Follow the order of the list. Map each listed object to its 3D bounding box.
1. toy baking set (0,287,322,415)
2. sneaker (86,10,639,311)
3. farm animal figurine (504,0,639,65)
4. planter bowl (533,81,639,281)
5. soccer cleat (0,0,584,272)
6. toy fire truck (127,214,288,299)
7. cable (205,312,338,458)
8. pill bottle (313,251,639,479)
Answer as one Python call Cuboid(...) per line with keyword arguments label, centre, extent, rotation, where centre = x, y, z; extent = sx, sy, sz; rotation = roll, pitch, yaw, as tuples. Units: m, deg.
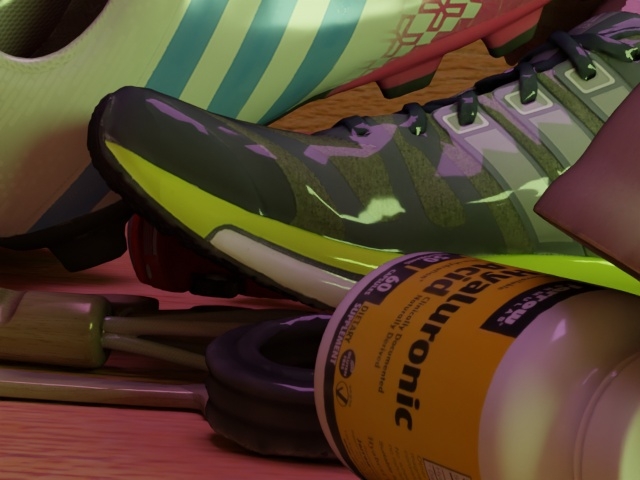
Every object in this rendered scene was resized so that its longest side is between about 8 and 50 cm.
Cuboid(label="toy baking set", centre=(-0.094, 0.027, 0.699), extent=(0.196, 0.030, 0.256), rotation=(1, 6, -20))
Cuboid(label="sneaker", centre=(0.067, -0.025, 0.697), extent=(0.300, 0.121, 0.111), rotation=(10, 1, -16))
Cuboid(label="farm animal figurine", centre=(0.151, -0.073, 0.923), extent=(0.172, 0.330, 0.327), rotation=(-5, 41, -8))
Cuboid(label="planter bowl", centre=(0.145, -0.008, 0.448), extent=(0.162, 0.109, 0.162), rotation=(33, 3, -2))
Cuboid(label="soccer cleat", centre=(-0.008, -0.119, 0.744), extent=(0.331, 0.143, 0.116), rotation=(-32, 31, -15))
Cuboid(label="toy fire truck", centre=(0.000, 0.000, 0.857), extent=(0.192, 0.047, 0.135), rotation=(4, 2, -23))
Cuboid(label="cable", centre=(0.115, 0.052, 0.583), extent=(0.287, 0.072, 0.139), rotation=(-11, 26, -13))
Cuboid(label="pill bottle", centre=(0.053, 0.040, 0.465), extent=(0.065, 0.065, 0.116), rotation=(-1, 7, -31))
